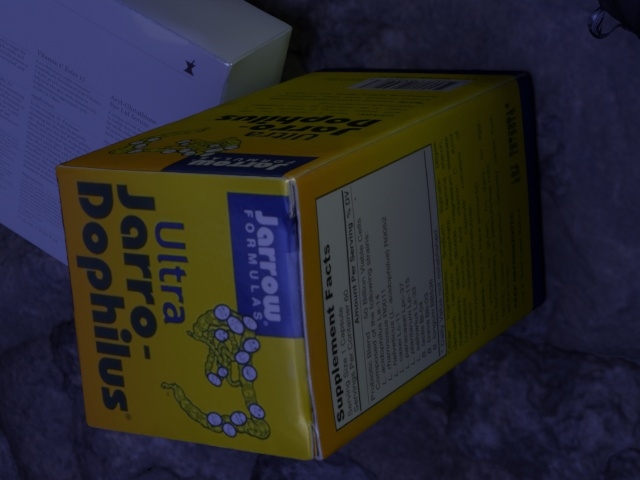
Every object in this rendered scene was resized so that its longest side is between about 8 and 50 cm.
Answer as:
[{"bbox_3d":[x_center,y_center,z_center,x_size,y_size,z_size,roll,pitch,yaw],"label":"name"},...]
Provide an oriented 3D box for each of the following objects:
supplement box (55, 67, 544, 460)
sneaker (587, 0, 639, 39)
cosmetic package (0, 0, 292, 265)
[{"bbox_3d":[0.000,0.000,1.317,0.195,0.356,0.194,4,107,31],"label":"supplement box"},{"bbox_3d":[0.258,-0.235,1.223,0.153,0.101,0.268,22,122,21],"label":"sneaker"},{"bbox_3d":[-0.221,-0.133,1.546,0.377,0.097,0.284,31,133,20],"label":"cosmetic package"}]
